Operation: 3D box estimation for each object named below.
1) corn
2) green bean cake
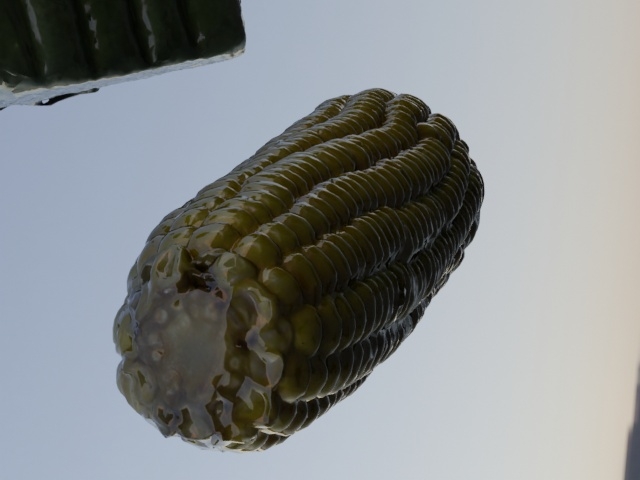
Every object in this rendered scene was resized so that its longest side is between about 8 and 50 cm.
[{"bbox_3d":[0.000,0.000,0.415,0.231,0.080,0.080,-36,-52,-70],"label":"corn"},{"bbox_3d":[-0.186,-0.144,0.886,0.222,0.227,0.125,-18,-86,-30],"label":"green bean cake"}]
